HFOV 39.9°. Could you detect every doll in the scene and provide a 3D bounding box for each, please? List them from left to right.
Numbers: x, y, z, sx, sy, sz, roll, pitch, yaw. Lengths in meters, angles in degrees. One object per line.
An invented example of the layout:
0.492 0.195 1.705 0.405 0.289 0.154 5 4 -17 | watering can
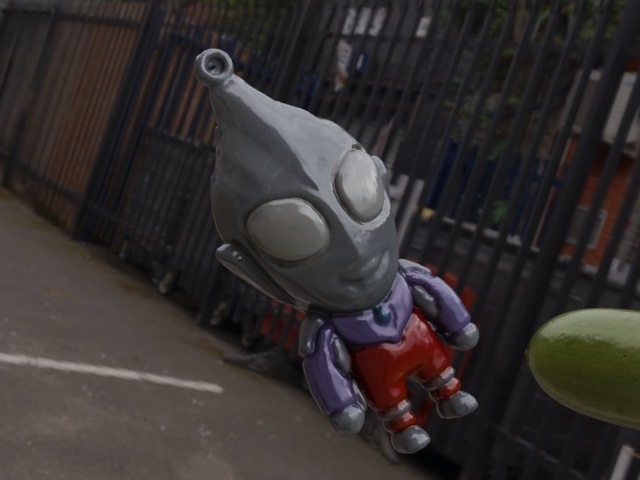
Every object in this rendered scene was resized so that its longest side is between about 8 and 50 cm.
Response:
0.000 0.000 0.451 0.228 0.102 0.075 61 -22 1 | doll

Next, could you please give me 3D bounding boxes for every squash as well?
0.286 0.126 0.873 0.123 0.123 0.186 18 -10 -37 | squash
